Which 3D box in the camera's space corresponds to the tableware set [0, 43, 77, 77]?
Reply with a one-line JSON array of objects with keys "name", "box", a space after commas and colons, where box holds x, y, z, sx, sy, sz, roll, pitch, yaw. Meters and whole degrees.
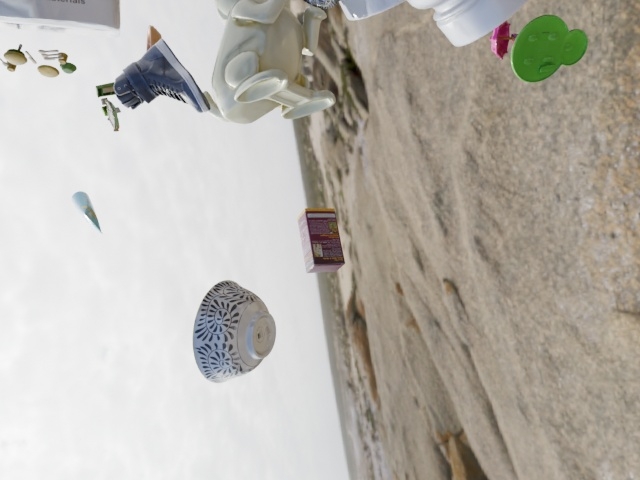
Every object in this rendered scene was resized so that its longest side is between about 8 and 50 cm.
[{"name": "tableware set", "box": [-0.650, -0.411, 1.288, 0.104, 0.154, 0.024, 82, -176, -72]}]

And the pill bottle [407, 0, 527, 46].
[{"name": "pill bottle", "box": [0.134, -0.389, 0.672, 0.283, 0.160, 0.160, 45, -165, -19]}]

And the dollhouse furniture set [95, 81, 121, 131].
[{"name": "dollhouse furniture set", "box": [-0.587, -0.385, 1.600, 0.152, 0.058, 0.076, 54, 148, 27]}]

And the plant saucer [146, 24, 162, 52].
[{"name": "plant saucer", "box": [-0.496, -0.537, 1.674, 0.200, 0.037, 0.200, 179, 90, -69]}]

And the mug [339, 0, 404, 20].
[{"name": "mug", "box": [0.084, -0.760, 1.393, 0.374, 0.276, 0.328, 7, 137, 48]}]

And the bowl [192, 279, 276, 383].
[{"name": "bowl", "box": [-0.124, 0.151, 0.912, 0.170, 0.080, 0.170, -8, -82, -63]}]

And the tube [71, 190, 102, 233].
[{"name": "tube", "box": [-0.689, -0.086, 1.648, 0.207, 0.052, 0.080, 39, 167, 49]}]

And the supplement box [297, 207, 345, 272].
[{"name": "supplement box", "box": [0.000, 0.000, 1.736, 0.081, 0.104, 0.188, 134, 130, -60]}]

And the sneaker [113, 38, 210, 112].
[{"name": "sneaker", "box": [-0.355, -0.325, 1.241, 0.226, 0.163, 0.086, 50, 174, 24]}]

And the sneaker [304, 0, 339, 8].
[{"name": "sneaker", "box": [-0.024, -0.538, 1.138, 0.211, 0.081, 0.080, 42, 177, 35]}]

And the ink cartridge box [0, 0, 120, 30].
[{"name": "ink cartridge box", "box": [-0.299, -0.429, 0.586, 0.285, 0.166, 0.395, -138, 50, -64]}]

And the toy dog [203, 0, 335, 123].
[{"name": "toy dog", "box": [-0.162, -0.540, 1.515, 0.284, 0.395, 0.408, 2, -102, -45]}]

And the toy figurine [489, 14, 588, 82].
[{"name": "toy figurine", "box": [0.433, -0.416, 1.167, 0.159, 0.173, 0.130, -119, 23, -55]}]
